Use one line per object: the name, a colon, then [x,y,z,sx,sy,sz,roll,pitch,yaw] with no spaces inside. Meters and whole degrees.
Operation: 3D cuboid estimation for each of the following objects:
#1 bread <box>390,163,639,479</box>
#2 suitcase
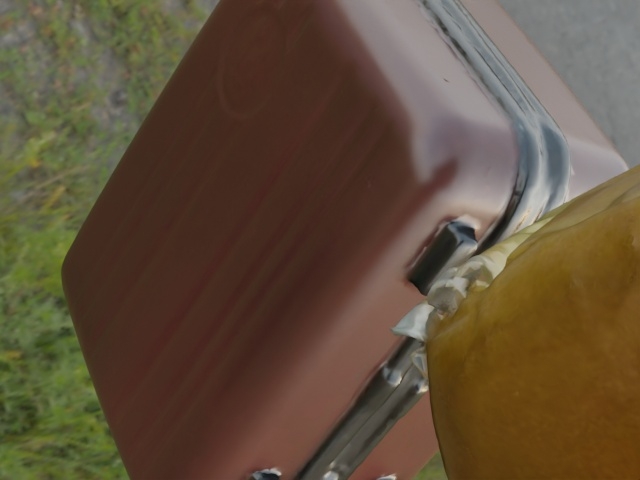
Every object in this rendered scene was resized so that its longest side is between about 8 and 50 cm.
bread: [0.147,0.030,0.374,0.107,0.241,0.136,-32,97,-57]
suitcase: [0.000,0.000,0.718,0.161,0.297,0.236,10,38,-38]
